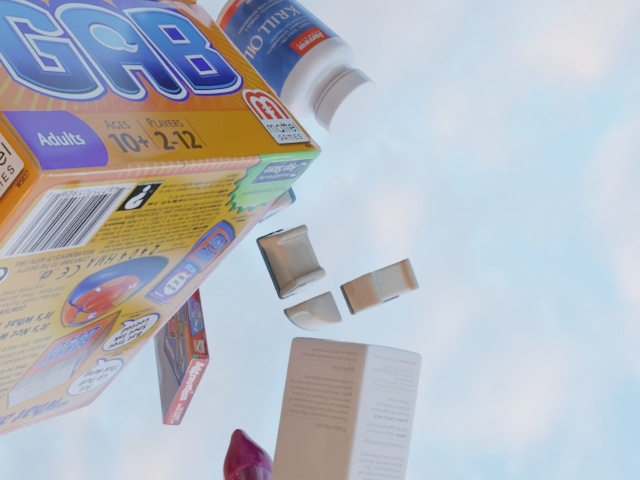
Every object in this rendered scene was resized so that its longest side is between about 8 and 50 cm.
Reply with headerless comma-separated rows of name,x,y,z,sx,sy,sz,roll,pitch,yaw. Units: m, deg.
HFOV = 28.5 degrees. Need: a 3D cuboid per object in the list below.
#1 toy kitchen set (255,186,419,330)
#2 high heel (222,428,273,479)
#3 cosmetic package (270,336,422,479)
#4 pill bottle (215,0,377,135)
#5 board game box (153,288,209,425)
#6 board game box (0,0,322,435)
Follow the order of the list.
toy kitchen set,0.000,0.000,1.574,0.122,0.166,0.207,-26,-95,62
high heel,-0.074,0.333,1.470,0.082,0.244,0.117,-15,-137,-3
cosmetic package,0.019,0.215,1.230,0.117,0.085,0.231,1,-99,50
pill bottle,-0.031,-0.245,1.705,0.221,0.124,0.124,42,-77,20
board game box,-0.194,0.089,1.678,0.145,0.027,0.281,116,-29,-43
board game box,-0.297,-0.072,1.003,0.356,0.356,0.356,-46,-106,24
